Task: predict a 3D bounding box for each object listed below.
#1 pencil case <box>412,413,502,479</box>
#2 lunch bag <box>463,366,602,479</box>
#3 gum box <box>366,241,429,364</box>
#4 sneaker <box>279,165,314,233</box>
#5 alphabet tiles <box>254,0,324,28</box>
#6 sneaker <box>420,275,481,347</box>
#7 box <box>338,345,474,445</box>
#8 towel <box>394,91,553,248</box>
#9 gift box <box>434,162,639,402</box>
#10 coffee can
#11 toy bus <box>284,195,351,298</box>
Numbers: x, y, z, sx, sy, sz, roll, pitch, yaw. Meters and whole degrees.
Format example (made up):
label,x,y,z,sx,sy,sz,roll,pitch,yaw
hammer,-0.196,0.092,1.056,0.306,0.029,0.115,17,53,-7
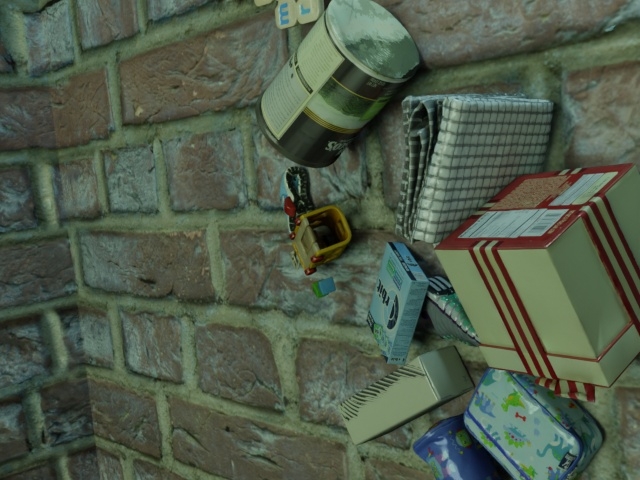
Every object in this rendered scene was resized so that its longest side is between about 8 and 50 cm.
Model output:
label,x,y,z,sx,sy,sz,roll,pitch,yaw
pencil case,0.283,0.475,1.470,0.306,0.119,0.133,63,144,18
lunch bag,0.358,0.323,1.379,0.219,0.090,0.176,48,133,32
gum box,0.147,0.120,1.558,0.157,0.041,0.185,-116,36,-60
sneaker,-0.057,-0.084,1.794,0.073,0.063,0.162,180,85,-67
alphabet tiles,-0.052,-0.576,1.606,0.278,0.021,0.284,3,101,50
sneaker,0.264,0.158,1.468,0.223,0.083,0.098,45,139,47
box,0.162,0.308,1.578,0.275,0.113,0.094,-42,66,43
towel,0.237,-0.118,1.274,0.121,0.283,0.235,26,116,43
gift box,0.356,0.065,1.142,0.276,0.255,0.258,6,129,61
coffee can,0.027,-0.298,1.533,0.275,0.201,0.202,-45,65,43
toy bus,0.004,0.001,1.694,0.202,0.104,0.191,-130,25,-55
